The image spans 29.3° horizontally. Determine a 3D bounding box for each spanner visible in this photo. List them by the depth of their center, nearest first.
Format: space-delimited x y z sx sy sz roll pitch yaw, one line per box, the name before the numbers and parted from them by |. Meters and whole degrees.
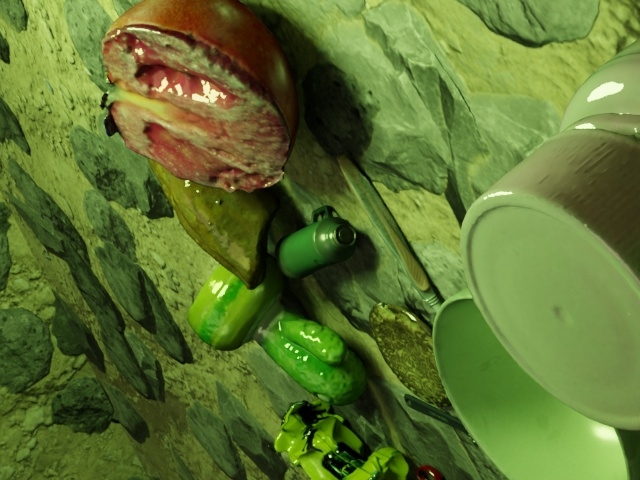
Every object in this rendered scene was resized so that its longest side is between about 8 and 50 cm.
spanner | 0.196 0.275 1.890 0.208 0.012 0.046 20 139 52

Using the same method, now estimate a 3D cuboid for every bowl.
bowl | 0.282 0.155 1.394 0.307 0.163 0.307 42 153 27

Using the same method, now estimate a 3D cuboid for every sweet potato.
sweet potato | -0.180 -0.098 1.920 0.370 0.158 0.158 53 156 1

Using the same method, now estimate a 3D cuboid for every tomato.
tomato | -0.140 -0.214 1.681 0.289 0.176 0.335 25 148 11

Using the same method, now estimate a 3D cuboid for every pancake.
pancake | 0.140 0.172 1.846 0.199 0.021 0.199 42 153 27

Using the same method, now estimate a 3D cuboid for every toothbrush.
toothbrush | 0.127 0.040 1.690 0.375 0.028 0.037 57 163 -8

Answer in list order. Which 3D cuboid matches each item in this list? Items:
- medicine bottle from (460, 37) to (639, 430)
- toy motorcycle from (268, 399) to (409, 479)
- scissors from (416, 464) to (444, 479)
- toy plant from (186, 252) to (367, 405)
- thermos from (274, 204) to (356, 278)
medicine bottle | 0.291 -0.031 0.939 0.256 0.325 0.256 40 152 26
toy motorcycle | 0.032 0.390 2.195 0.206 0.142 0.342 46 168 -29
scissors | 0.167 0.441 2.157 0.144 0.017 0.247 61 157 -13
toy plant | -0.053 0.157 2.044 0.316 0.184 0.224 36 159 3
thermos | 0.002 0.005 1.832 0.073 0.083 0.187 37 158 -14
